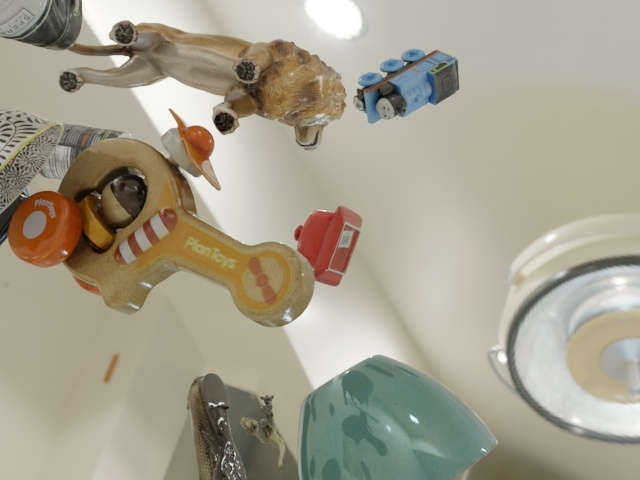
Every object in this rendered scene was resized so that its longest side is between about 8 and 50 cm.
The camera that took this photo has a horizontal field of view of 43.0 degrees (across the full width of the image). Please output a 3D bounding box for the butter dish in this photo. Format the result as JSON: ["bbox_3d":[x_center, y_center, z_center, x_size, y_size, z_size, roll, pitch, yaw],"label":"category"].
[{"bbox_3d":[0.000,0.000,1.665,0.118,0.160,0.160,21,-1,24],"label":"butter dish"}]

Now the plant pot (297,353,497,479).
[{"bbox_3d":[0.080,0.281,1.174,0.196,0.290,0.290,59,-8,13],"label":"plant pot"}]

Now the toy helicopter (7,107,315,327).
[{"bbox_3d":[-0.147,-0.019,0.874,0.355,0.235,0.140,24,-10,30],"label":"toy helicopter"}]

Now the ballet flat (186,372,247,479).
[{"bbox_3d":[-0.167,0.329,1.250,0.058,0.250,0.084,-25,-23,28],"label":"ballet flat"}]

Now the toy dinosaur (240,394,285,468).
[{"bbox_3d":[-0.127,0.440,1.933,0.064,0.118,0.268,-3,6,-21],"label":"toy dinosaur"}]

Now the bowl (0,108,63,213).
[{"bbox_3d":[-0.372,-0.089,0.896,0.080,0.170,0.170,39,-18,-7],"label":"bowl"}]

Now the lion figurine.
[{"bbox_3d":[-0.159,-0.237,1.109,0.392,0.142,0.240,23,24,5],"label":"lion figurine"}]

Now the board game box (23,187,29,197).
[{"bbox_3d":[-0.720,-0.100,1.677,0.211,0.160,0.039,-11,-27,-32],"label":"board game box"}]

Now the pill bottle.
[{"bbox_3d":[-0.544,-0.193,1.800,0.245,0.131,0.130,10,-17,12],"label":"pill bottle"}]

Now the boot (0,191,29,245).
[{"bbox_3d":[-0.624,-0.004,1.520,0.094,0.207,0.246,40,1,-38],"label":"boot"}]

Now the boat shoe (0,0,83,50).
[{"bbox_3d":[-0.310,-0.338,0.801,0.121,0.336,0.119,-12,-12,14],"label":"boat shoe"}]

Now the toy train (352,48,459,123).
[{"bbox_3d":[0.143,-0.258,1.358,0.105,0.184,0.080,34,-33,42],"label":"toy train"}]
